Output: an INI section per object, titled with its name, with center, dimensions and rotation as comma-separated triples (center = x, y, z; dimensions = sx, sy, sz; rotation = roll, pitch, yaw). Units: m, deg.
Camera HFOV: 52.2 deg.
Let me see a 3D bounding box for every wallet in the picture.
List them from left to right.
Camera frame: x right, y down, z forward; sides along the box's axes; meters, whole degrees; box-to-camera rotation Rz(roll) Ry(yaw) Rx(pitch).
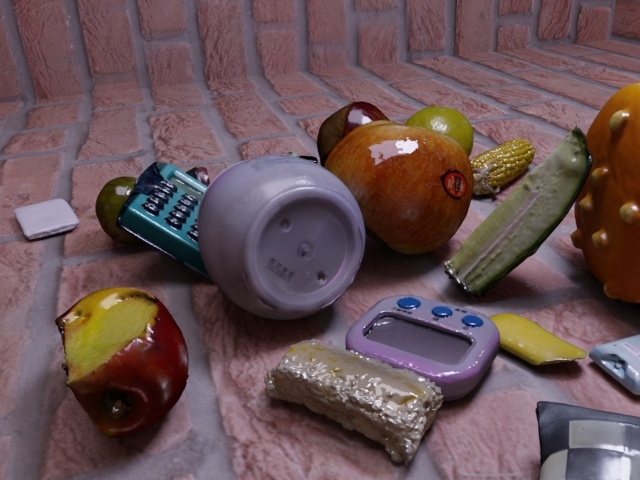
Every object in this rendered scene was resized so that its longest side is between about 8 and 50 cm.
[wallet]
center = -0.645, -0.051, 1.539
dimensions = 0.124, 0.031, 0.183
rotation = -17, 31, -28

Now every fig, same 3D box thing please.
[fig]
center = -0.444, -0.057, 1.454
dimensions = 0.151, 0.151, 0.259
rotation = -23, 8, -35

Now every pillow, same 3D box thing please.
[pillow]
center = 0.307, 0.275, 0.684
dimensions = 0.186, 0.105, 0.250
rotation = 8, 32, 22

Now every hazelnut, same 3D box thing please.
[hazelnut]
center = 0.099, -0.247, 1.689
dimensions = 0.230, 0.229, 0.229
rotation = -2, 26, 1

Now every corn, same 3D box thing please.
[corn]
center = 0.454, -0.191, 1.636
dimensions = 0.106, 0.106, 0.293
rotation = 19, 34, 37

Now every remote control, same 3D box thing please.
[remote control]
center = 0.551, 0.154, 0.972
dimensions = 0.294, 0.051, 0.103
rotation = -12, 28, -16

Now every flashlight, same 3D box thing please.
[flashlight]
center = -0.383, -0.117, 1.598
dimensions = 0.232, 0.092, 0.093
rotation = -12, 27, -6

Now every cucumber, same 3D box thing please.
[cucumber]
center = 0.360, -0.046, 1.133
dimensions = 0.105, 0.325, 0.145
rotation = 43, 23, 13

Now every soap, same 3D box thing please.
[soap]
center = 0.322, 0.157, 1.008
dimensions = 0.089, 0.033, 0.168
rotation = -19, 30, -26

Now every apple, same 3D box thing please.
[apple]
center = 0.158, -0.118, 1.278
dimensions = 0.277, 0.250, 0.309
rotation = 36, 1, 26

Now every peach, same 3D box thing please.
[peach]
center = -0.270, 0.163, 0.921
dimensions = 0.159, 0.153, 0.267
rotation = -24, 22, -20

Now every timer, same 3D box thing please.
[timer]
center = 0.153, 0.157, 0.985
dimensions = 0.209, 0.069, 0.191
rotation = 15, 31, 30

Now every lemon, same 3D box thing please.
[lemon]
center = 0.308, -0.264, 1.714
dimensions = 0.184, 0.184, 0.248
rotation = 15, 32, 32

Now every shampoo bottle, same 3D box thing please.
[shampoo bottle]
center = -0.075, -0.011, 1.125
dimensions = 0.273, 0.272, 0.266
rotation = -13, 18, -21

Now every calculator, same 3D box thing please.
[calculator]
center = -0.266, -0.050, 1.327
dimensions = 0.248, 0.058, 0.274
rotation = 32, 25, -9

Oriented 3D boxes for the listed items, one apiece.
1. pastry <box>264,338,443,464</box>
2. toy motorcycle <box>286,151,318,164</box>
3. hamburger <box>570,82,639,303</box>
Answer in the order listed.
[pastry]
center = 0.039, 0.202, 0.892
dimensions = 0.259, 0.089, 0.122
rotation = 19, 21, 32
[toy motorcycle]
center = -0.065, -0.098, 1.429
dimensions = 0.197, 0.125, 0.331
rotation = 9, 20, 4
[hamburger]
center = 0.581, -0.086, 1.090
dimensions = 0.278, 0.395, 0.395
rotation = 0, 26, 1
